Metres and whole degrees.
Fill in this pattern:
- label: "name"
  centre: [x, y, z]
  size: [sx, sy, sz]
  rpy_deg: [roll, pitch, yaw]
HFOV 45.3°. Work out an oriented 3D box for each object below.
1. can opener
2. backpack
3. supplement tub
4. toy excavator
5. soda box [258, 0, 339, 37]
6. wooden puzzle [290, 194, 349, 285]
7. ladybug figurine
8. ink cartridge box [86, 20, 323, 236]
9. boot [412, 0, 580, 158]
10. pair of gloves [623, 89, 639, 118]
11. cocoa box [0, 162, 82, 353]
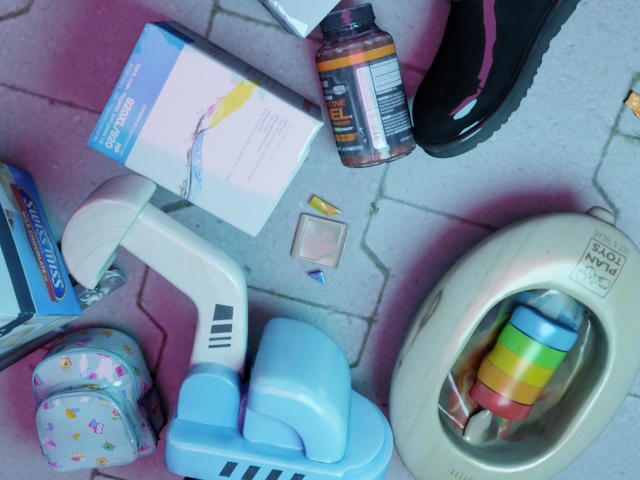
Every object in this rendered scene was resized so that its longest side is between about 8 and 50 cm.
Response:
- label: "can opener"
  centre: [-0.409, 0.099, 1.098]
  size: [0.283, 0.076, 0.095]
  rpy_deg: [-30, 71, 8]
- label: "backpack"
  centre: [-0.321, 0.225, 1.086]
  size: [0.166, 0.144, 0.188]
  rpy_deg: [-9, 102, 8]
- label: "supplement tub"
  centre: [0.054, -0.200, 0.992]
  size: [0.106, 0.106, 0.198]
  rpy_deg: [-14, 104, 3]
- label: "toy excavator"
  centre: [-0.104, 0.158, 0.977]
  size: [0.433, 0.222, 0.445]
  rpy_deg: [11, 115, 0]
- label: "soda box"
  centre: [0.022, -0.352, 0.945]
  size: [0.216, 0.074, 0.069]
  rpy_deg: [-46, 115, 2]
- label: "wooden puzzle"
  centre: [0.000, 0.000, 1.093]
  size: [0.078, 0.014, 0.116]
  rpy_deg: [22, 104, -2]
- label: "ladybug figurine"
  centre: [0.266, 0.148, 1.058]
  size: [0.305, 0.162, 0.449]
  rpy_deg: [30, 103, -8]
- label: "ink cartridge box"
  centre: [-0.134, -0.145, 0.970]
  size: [0.232, 0.171, 0.168]
  rpy_deg: [29, 104, -7]
- label: "boot"
  centre: [0.160, -0.299, 0.904]
  size: [0.260, 0.131, 0.348]
  rpy_deg: [33, 89, -36]
- label: "pair of gloves"
  centre: [0.464, -0.199, 1.045]
  size: [0.074, 0.010, 0.083]
  rpy_deg: [34, 101, -9]
- label: "cocoa box"
  centre: [-0.531, 0.060, 0.963]
  size: [0.347, 0.228, 0.231]
  rpy_deg: [-24, 80, 6]
